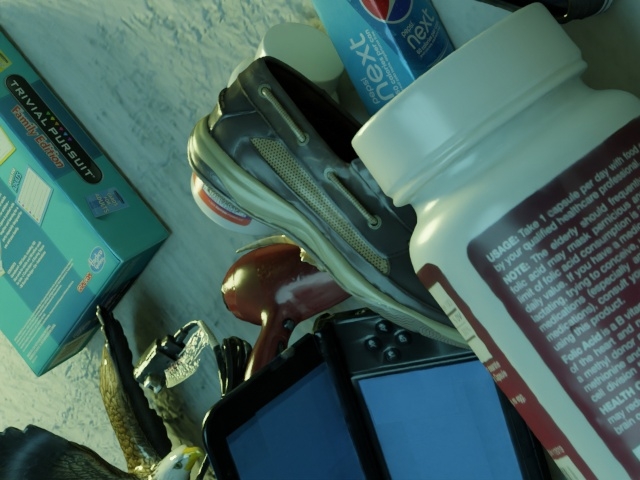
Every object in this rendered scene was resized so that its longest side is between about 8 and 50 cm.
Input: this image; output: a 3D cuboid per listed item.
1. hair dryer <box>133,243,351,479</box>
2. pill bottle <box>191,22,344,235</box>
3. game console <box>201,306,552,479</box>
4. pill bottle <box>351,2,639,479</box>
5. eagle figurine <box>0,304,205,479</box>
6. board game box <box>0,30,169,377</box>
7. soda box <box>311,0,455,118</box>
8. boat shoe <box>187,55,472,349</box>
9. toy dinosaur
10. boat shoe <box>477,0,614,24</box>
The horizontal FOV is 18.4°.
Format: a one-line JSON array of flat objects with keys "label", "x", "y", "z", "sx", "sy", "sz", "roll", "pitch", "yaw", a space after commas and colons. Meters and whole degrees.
[{"label": "hair dryer", "x": -0.040, "y": 0.100, "z": 1.901, "sx": 0.293, "sy": 0.080, "sz": 0.223, "roll": -47, "pitch": 43, "yaw": 10}, {"label": "pill bottle", "x": -0.045, "y": -0.106, "z": 1.838, "sx": 0.108, "sy": 0.108, "sz": 0.193, "roll": 42, "pitch": 134, "yaw": 17}, {"label": "game console", "x": 0.066, "y": 0.222, "z": 1.787, "sx": 0.250, "sy": 0.173, "sz": 0.293, "roll": -11, "pitch": 114, "yaw": 17}, {"label": "pill bottle", "x": 0.213, "y": 0.025, "z": 1.542, "sx": 0.392, "sy": 0.224, "sz": 0.224, "roll": 54, "pitch": 137, "yaw": 3}, {"label": "eagle figurine", "x": -0.202, "y": 0.243, "z": 2.108, "sx": 0.298, "sy": 0.226, "sz": 0.225, "roll": 40, "pitch": 107, "yaw": -9}, {"label": "board game box", "x": -0.341, "y": -0.053, "z": 2.158, "sx": 0.336, "sy": 0.079, "sz": 0.254, "roll": 50, "pitch": 137, "yaw": 8}, {"label": "soda box", "x": 0.041, "y": -0.215, "z": 1.727, "sx": 0.071, "sy": 0.067, "sz": 0.210, "roll": -22, "pitch": 98, "yaw": 47}, {"label": "boat shoe", "x": 0.053, "y": -0.033, "z": 1.687, "sx": 0.355, "sy": 0.132, "sz": 0.130, "roll": 32, "pitch": 115, "yaw": 6}, {"label": "toy dinosaur", "x": 0.000, "y": 0.000, "z": 1.822, "sx": 0.211, "sy": 0.112, "sz": 0.064, "roll": -178, "pitch": 103, "yaw": -78}, {"label": "boat shoe", "x": 0.133, "y": -0.229, "z": 1.629, "sx": 0.228, "sy": 0.076, "sz": 0.080, "roll": 28, "pitch": 129, "yaw": 28}]
